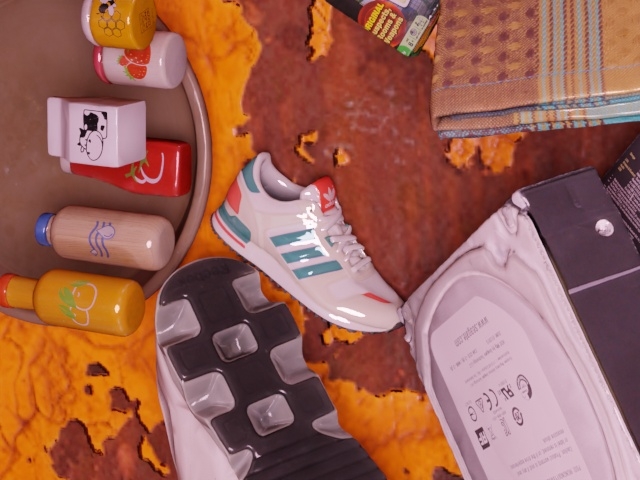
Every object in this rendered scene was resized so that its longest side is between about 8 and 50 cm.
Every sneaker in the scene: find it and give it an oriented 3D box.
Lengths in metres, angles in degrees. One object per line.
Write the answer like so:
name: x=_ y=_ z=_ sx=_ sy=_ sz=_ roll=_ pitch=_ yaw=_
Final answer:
sneaker: x=0.000 y=0.000 z=1.028 sx=0.161 sy=0.057 sz=0.075 roll=35 pitch=116 yaw=15
sneaker: x=-0.029 y=0.184 z=1.018 sx=0.146 sy=0.122 sz=0.330 roll=116 pitch=136 yaw=-58

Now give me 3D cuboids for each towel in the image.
towel: x=0.249 y=-0.179 z=0.805 sx=0.370 sy=0.040 sz=0.271 roll=-5 pitch=54 yaw=19

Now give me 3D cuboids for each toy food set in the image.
toy food set: x=-0.159 y=-0.060 z=1.006 sx=0.105 sy=0.111 sz=0.232 roll=7 pitch=105 yaw=20

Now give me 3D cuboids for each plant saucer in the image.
plant saucer: x=-0.202 y=-0.073 z=1.104 sx=0.278 sy=0.041 sz=0.277 roll=4 pitch=102 yaw=20

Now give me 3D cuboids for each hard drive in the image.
hard drive: x=0.164 y=0.153 z=0.876 sx=0.339 sy=0.064 sz=0.237 roll=66 pitch=159 yaw=12

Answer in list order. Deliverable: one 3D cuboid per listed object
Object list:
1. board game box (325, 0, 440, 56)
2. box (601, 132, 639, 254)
board game box: x=0.072 y=-0.266 z=0.964 sx=0.136 sy=0.030 sz=0.259 roll=36 pitch=111 yaw=14
box: x=0.298 y=0.001 z=0.804 sx=0.242 sy=0.077 sz=0.307 roll=-53 pitch=39 yaw=21
